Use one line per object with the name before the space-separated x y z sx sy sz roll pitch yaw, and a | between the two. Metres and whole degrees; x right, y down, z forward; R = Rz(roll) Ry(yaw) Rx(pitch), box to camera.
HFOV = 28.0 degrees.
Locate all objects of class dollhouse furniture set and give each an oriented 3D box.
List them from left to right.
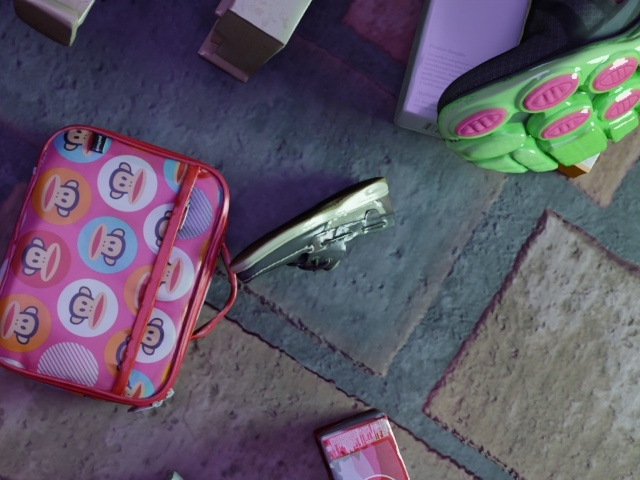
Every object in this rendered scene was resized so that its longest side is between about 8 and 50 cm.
dollhouse furniture set | -0.187 -0.361 1.382 0.394 0.256 0.362 31 83 -10

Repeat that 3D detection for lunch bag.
lunch bag | -0.222 0.036 1.447 0.258 0.120 0.293 18 84 -9

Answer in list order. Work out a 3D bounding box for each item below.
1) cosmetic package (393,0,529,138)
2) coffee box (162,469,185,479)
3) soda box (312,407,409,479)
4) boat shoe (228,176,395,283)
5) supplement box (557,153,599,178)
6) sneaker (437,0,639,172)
cosmetic package | 0.172 -0.238 1.519 0.117 0.085 0.231 16 83 -5
coffee box | -0.128 0.396 1.434 0.141 0.098 0.246 -44 91 -7
soda box | 0.075 0.329 1.462 0.083 0.092 0.263 -19 88 -6
boat shoe | 0.000 0.000 1.466 0.223 0.080 0.073 -31 97 -30
supplement box | 0.321 -0.127 1.536 0.036 0.062 0.098 31 84 -2
sneaker | 0.316 -0.250 1.456 0.483 0.185 0.202 -36 55 -12
